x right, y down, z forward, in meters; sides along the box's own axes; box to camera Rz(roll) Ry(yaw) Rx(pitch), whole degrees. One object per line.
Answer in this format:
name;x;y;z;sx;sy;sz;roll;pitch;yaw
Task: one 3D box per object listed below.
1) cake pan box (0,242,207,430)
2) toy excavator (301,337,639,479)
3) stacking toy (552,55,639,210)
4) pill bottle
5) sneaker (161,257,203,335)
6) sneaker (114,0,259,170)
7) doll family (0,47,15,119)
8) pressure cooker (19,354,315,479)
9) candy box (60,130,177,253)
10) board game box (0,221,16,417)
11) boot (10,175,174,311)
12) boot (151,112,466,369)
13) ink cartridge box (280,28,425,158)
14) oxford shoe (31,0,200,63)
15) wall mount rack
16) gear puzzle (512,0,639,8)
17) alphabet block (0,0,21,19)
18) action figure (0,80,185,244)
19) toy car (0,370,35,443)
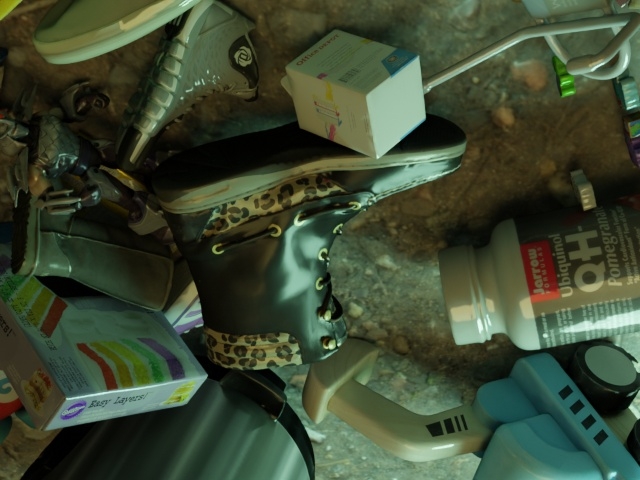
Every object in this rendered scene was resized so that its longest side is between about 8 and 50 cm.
cake pan box;-0.305;0.107;1.312;0.070;0.267;0.245;-51;151;22
toy excavator;0.248;0.283;1.500;0.445;0.433;0.222;-9;136;-29
stacking toy;0.379;-0.152;1.269;0.167;0.052;0.221;-17;119;4
pill bottle;0.321;0.046;1.353;0.318;0.176;0.176;-12;128;10
sneaker;-0.130;0.085;1.447;0.161;0.102;0.282;34;123;-28
sneaker;-0.141;-0.167;1.215;0.132;0.086;0.229;22;101;-29
doll family;-0.499;-0.156;1.238;0.263;0.118;0.163;14;126;-8
pressure cooker;-0.204;0.375;1.486;0.369;0.420;0.376;-6;117;22
candy box;-0.266;-0.051;1.381;0.206;0.027;0.105;36;124;-25
board game box;-0.520;0.130;1.498;0.308;0.086;0.302;-7;129;7
boot;-0.284;-0.015;1.328;0.208;0.190;0.076;11;164;-33
boot;0.000;0.000;1.296;0.377;0.138;0.284;-13;121;-10
ink cartridge box;0.035;-0.172;1.196;0.143;0.092;0.090;26;144;37
oxford shoe;-0.125;-0.335;1.058;0.449;0.169;0.130;-30;126;15
wall mount rack;0.161;-0.278;1.097;0.304;0.130;0.350;5;135;58
gear puzzle;0.281;-0.405;1.072;0.175;0.044;0.339;5;127;10
alphabet block;-0.334;-0.355;1.022;0.192;0.197;0.193;-34;122;26
action figure;-0.272;-0.096;1.262;0.285;0.185;0.099;22;150;-36
toy car;-0.489;0.245;1.382;0.210;0.238;0.219;-25;125;20
